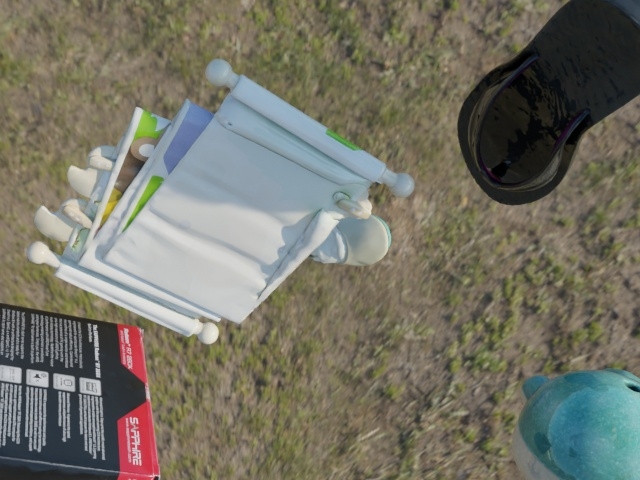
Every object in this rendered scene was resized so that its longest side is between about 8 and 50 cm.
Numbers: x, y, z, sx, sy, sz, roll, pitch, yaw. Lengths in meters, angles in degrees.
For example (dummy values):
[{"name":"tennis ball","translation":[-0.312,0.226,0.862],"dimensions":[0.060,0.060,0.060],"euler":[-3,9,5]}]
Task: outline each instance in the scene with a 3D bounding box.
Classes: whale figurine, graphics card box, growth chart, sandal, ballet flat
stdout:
[{"name":"whale figurine","translation":[0.325,0.195,1.106],"dimensions":[0.216,0.141,0.272],"euler":[31,29,23]},{"name":"graphics card box","translation":[-0.363,0.162,1.040],"dimensions":[0.371,0.094,0.232],"euler":[13,33,-25]},{"name":"growth chart","translation":[-0.079,-0.016,0.666],"dimensions":[0.172,0.237,0.021],"euler":[35,37,-21]},{"name":"sandal","translation":[0.257,-0.153,1.246],"dimensions":[0.167,0.445,0.107],"euler":[42,66,7]},{"name":"ballet flat","translation":[0.000,0.000,1.422],"dimensions":[0.086,0.248,0.086],"euler":[-2,94,-31]}]
